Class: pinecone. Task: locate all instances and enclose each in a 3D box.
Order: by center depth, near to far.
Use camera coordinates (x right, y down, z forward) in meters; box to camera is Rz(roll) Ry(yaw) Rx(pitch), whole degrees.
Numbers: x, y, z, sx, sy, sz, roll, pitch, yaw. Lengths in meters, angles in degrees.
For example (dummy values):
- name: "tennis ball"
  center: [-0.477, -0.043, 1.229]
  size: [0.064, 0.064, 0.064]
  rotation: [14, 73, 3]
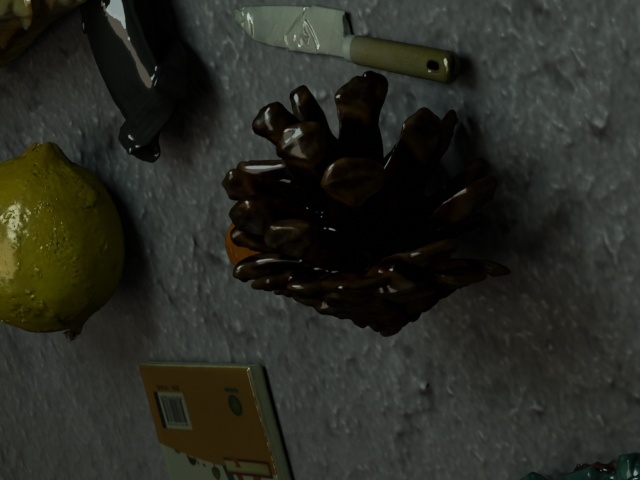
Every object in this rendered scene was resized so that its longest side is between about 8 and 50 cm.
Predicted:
- name: "pinecone"
  center: [0.031, -0.030, 1.450]
  size: [0.229, 0.202, 0.201]
  rotation: [-4, 68, 17]

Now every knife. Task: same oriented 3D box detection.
- name: "knife"
  center: [0.015, -0.174, 1.560]
  size: [0.298, 0.017, 0.047]
  rotation: [17, 117, 50]

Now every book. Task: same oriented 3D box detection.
- name: "book"
  center: [-0.091, 0.265, 1.884]
  size: [0.208, 0.020, 0.295]
  rotation: [-3, 104, 52]

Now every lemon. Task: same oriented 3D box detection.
- name: "lemon"
  center: [-0.285, -0.001, 1.878]
  size: [0.173, 0.173, 0.206]
  rotation: [14, 105, 47]

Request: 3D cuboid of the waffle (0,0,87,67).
- name: "waffle"
  center: [-0.352, -0.298, 1.803]
  size: [0.376, 0.114, 0.261]
  rotation: [-12, 94, 66]

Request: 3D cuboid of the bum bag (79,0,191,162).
- name: "bum bag"
  center: [-0.191, -0.234, 1.735]
  size: [0.142, 0.079, 0.326]
  rotation: [-8, 100, 63]

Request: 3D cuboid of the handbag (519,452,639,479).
- name: "handbag"
  center: [0.248, 0.304, 1.436]
  size: [0.268, 0.100, 0.274]
  rotation: [-24, 86, 56]

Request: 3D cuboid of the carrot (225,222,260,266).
- name: "carrot"
  center: [0.000, 0.000, 1.626]
  size: [0.256, 0.061, 0.061]
  rotation: [-1, 105, 48]
